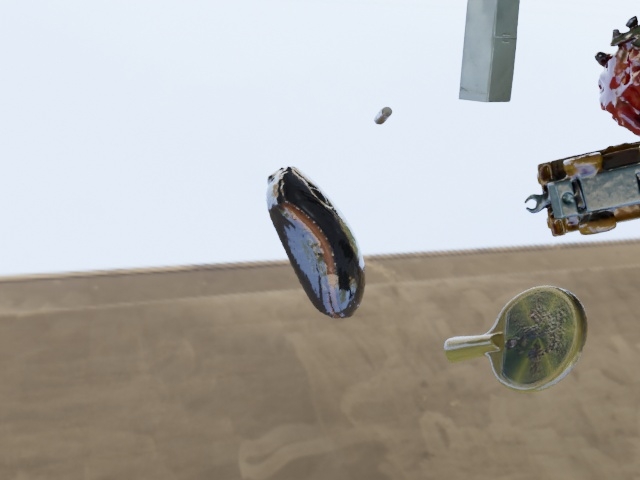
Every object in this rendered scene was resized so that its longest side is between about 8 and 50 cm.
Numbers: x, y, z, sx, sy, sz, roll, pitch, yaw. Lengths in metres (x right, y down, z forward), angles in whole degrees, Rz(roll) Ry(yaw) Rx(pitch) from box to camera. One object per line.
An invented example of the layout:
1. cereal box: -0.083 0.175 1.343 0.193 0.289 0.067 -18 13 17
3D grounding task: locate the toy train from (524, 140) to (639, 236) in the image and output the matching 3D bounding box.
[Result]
1. toy train: 0.604 -0.114 1.569 0.369 0.163 0.231 -12 -173 20

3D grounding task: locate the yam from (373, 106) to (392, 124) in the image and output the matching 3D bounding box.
1. yam: 0.154 -0.306 1.886 0.032 0.032 0.145 12 -179 -3

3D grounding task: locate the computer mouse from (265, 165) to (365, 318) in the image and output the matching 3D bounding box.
1. computer mouse: 0.005 -0.001 1.504 0.116 0.323 0.183 -22 -168 19

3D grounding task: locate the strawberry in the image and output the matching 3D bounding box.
1. strawberry: 0.473 -0.179 0.936 0.253 0.280 0.150 -14 -115 12

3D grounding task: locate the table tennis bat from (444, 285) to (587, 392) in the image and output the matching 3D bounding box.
1. table tennis bat: 0.352 0.187 1.418 0.050 0.320 0.199 28 -117 -29

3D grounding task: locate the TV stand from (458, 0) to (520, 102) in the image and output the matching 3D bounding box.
1. TV stand: 0.366 -0.436 1.657 0.082 0.270 0.088 -10 -160 -37
